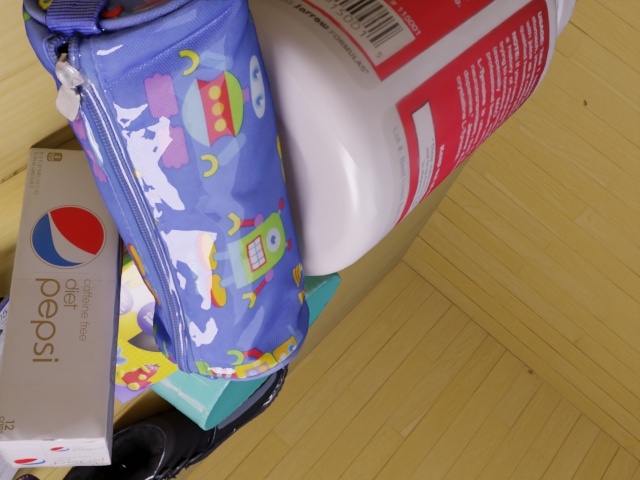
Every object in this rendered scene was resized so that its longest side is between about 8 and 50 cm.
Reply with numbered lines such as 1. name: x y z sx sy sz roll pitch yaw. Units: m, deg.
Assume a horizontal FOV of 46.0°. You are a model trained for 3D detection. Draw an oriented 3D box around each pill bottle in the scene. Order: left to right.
1. pill bottle: 0.065 -0.167 0.676 0.408 0.229 0.229 -41 167 -35

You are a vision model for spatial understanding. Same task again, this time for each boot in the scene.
1. boot: -0.251 0.337 1.462 0.367 0.146 0.445 -52 165 4

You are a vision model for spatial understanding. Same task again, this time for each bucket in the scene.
1. bucket: -0.121 0.075 0.900 0.281 0.183 0.281 -47 169 -12

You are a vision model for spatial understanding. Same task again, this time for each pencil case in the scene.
1. pencil case: -0.085 -0.038 0.486 0.133 0.120 0.306 -49 143 -38

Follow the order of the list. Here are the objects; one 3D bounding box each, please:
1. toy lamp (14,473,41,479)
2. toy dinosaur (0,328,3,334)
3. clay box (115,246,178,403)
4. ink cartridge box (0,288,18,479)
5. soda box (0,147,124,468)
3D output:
1. toy lamp: -0.477 0.430 1.004 0.274 0.080 0.080 -47 169 -11
2. toy dinosaur: -0.260 0.049 0.434 0.118 0.064 0.268 -47 140 -49
3. clay box: -0.144 0.052 0.718 0.222 0.127 0.053 -33 -149 13
4. ink cartridge box: -0.297 0.158 0.612 0.223 0.045 0.223 -70 175 -49
5. soda box: -0.176 0.043 0.529 0.069 0.216 0.074 1 151 -12
